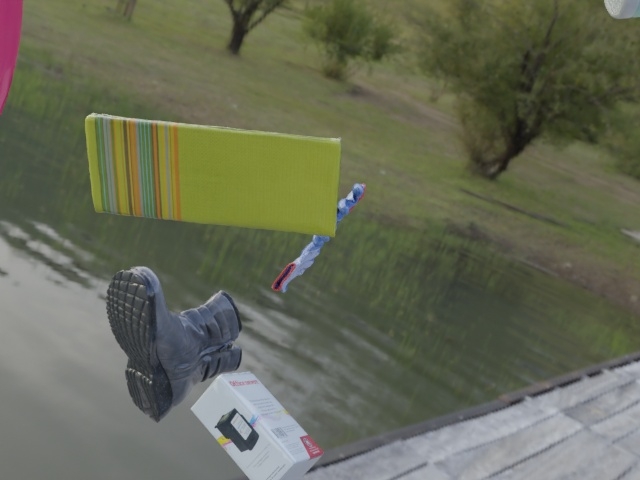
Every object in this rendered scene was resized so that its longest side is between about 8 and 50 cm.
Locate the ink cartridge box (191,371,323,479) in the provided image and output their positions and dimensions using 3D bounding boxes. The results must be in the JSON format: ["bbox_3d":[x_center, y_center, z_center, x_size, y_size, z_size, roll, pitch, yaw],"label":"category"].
[{"bbox_3d":[-0.094,0.288,1.308,0.175,0.072,0.127,45,10,19],"label":"ink cartridge box"}]

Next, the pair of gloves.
[{"bbox_3d":[0.000,0.000,1.153,0.023,0.198,0.159,39,18,3],"label":"pair of gloves"}]

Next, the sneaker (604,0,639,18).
[{"bbox_3d":[0.449,-0.400,1.060,0.151,0.256,0.094,-9,47,-7],"label":"sneaker"}]

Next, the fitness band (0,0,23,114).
[{"bbox_3d":[-0.175,-0.077,0.256,0.054,0.209,0.291,11,-13,6],"label":"fitness band"}]

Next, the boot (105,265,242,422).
[{"bbox_3d":[-0.246,0.141,1.523,0.118,0.338,0.222,32,48,30],"label":"boot"}]

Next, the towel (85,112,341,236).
[{"bbox_3d":[-0.100,-0.061,0.806,0.237,0.102,0.021,6,31,5],"label":"towel"}]
